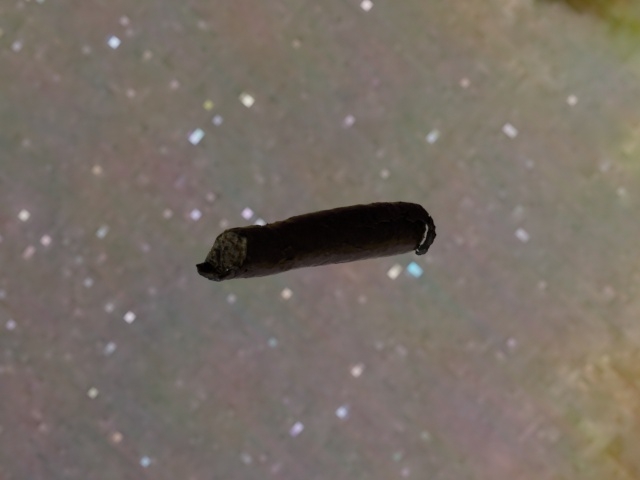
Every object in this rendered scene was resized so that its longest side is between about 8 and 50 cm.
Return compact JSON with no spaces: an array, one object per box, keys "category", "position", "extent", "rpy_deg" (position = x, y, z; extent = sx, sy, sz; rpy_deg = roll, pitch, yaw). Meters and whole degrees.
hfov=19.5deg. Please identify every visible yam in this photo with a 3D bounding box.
[{"category":"yam","position":[0.000,0.000,0.816],"extent":[0.033,0.027,0.129],"rpy_deg":[5,-171,40]}]
